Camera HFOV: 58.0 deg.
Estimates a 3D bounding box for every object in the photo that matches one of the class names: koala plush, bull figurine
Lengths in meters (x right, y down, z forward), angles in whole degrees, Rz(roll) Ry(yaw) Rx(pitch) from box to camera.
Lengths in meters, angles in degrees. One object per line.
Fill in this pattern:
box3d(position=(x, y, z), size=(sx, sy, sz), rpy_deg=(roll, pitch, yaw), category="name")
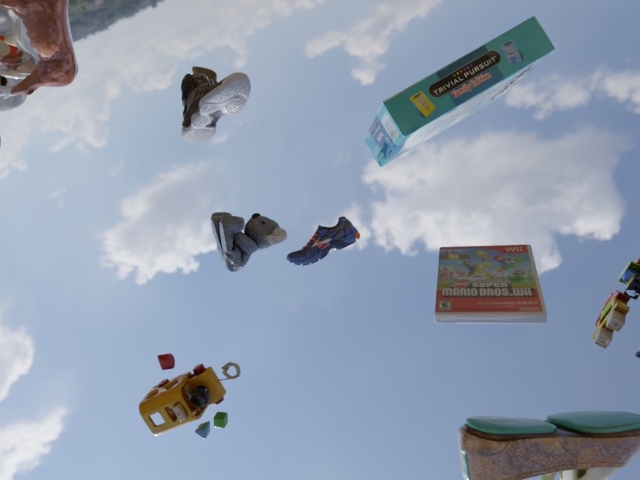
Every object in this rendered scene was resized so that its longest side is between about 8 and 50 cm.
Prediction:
box3d(position=(-0.234, -0.013, 1.957), size=(0.221, 0.204, 0.196), rpy_deg=(-15, -166, -22), category="koala plush")
box3d(position=(-0.524, -0.402, 1.028), size=(0.188, 0.311, 0.101), rpy_deg=(-26, -127, -29), category="bull figurine")

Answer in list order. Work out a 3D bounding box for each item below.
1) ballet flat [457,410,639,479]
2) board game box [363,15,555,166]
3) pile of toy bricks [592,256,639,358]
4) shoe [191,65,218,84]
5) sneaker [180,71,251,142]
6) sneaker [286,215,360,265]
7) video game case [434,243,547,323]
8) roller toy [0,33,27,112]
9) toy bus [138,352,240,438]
box3d(position=(0.327, 0.297, 0.802), size=(0.315, 0.106, 0.107), rpy_deg=(3, 178, -16), category="ballet flat")
box3d(position=(0.263, -0.290, 1.173), size=(0.335, 0.079, 0.254), rpy_deg=(-31, 178, -6), category="board game box")
box3d(position=(0.425, 0.049, 0.692), size=(0.118, 0.212, 0.105), rpy_deg=(27, -141, 15), category="pile of toy bricks")
box3d(position=(-0.339, -0.463, 1.714), size=(0.076, 0.058, 0.219), rpy_deg=(6, -150, -30), category="shoe")
box3d(position=(-0.275, -0.370, 1.438), size=(0.101, 0.153, 0.268), rpy_deg=(4, 154, -42), category="sneaker")
box3d(position=(0.000, 0.000, 1.653), size=(0.221, 0.087, 0.083), rpy_deg=(-27, -169, 0), category="sneaker")
box3d(position=(0.345, 0.083, 1.196), size=(0.203, 0.025, 0.285), rpy_deg=(-2, -155, 14), category="video game case")
box3d(position=(-0.800, -0.408, 1.368), size=(0.191, 0.146, 0.209), rpy_deg=(26, -144, 3), category="roller toy")
box3d(position=(-0.297, 0.353, 1.273), size=(0.190, 0.202, 0.104), rpy_deg=(18, -160, 4), category="toy bus")
